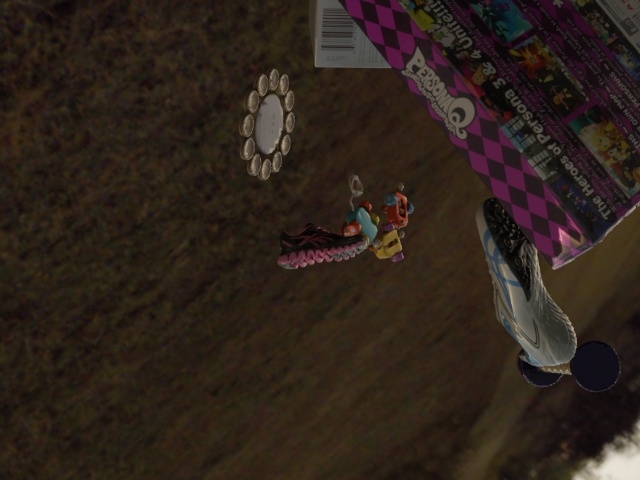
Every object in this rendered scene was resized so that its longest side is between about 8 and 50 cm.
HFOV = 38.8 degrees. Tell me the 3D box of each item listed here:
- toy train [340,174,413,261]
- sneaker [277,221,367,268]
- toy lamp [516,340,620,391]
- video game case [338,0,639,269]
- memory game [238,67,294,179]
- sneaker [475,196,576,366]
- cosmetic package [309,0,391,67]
[{"bbox_3d":[0.077,-0.033,1.333,0.046,0.125,0.166,-13,162,35],"label":"toy train"},{"bbox_3d":[0.000,0.000,1.178,0.119,0.057,0.047,-9,160,6],"label":"sneaker"},{"bbox_3d":[0.363,0.186,1.382,0.080,0.080,0.275,-40,177,-10],"label":"toy lamp"},{"bbox_3d":[0.133,-0.128,0.538,0.210,0.232,0.042,-34,173,-34],"label":"video game case"},{"bbox_3d":[-0.087,-0.191,1.496,0.186,0.012,0.186,11,90,-67],"label":"memory game"},{"bbox_3d":[0.243,0.058,1.145,0.086,0.237,0.085,-14,-162,41],"label":"sneaker"},{"bbox_3d":[0.059,-0.422,1.663,0.151,0.184,0.151,0,127,-5],"label":"cosmetic package"}]
